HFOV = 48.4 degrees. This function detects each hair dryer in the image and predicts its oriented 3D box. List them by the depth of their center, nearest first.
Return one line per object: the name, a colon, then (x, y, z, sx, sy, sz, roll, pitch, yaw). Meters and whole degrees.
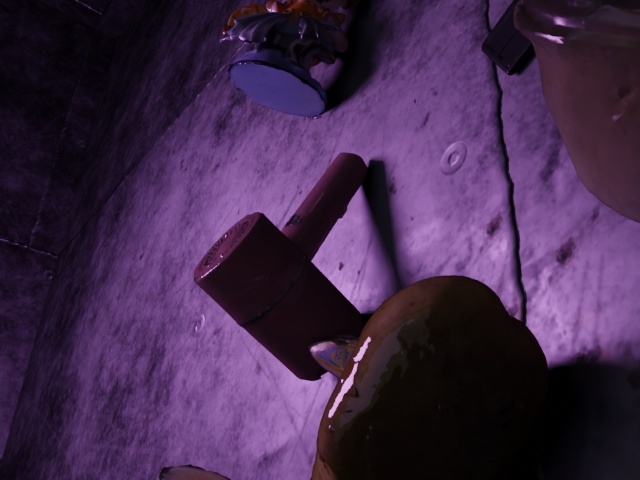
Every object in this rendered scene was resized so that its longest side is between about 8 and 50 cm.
hair dryer: (0.000, 0.000, 1.002, 0.125, 0.210, 0.352, -26, 23, 50)

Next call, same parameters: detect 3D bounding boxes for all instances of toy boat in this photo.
toy boat: (0.065, 0.148, 0.823, 0.210, 0.066, 0.085, 9, 80, 40)

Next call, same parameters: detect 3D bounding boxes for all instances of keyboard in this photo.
keyboard: (0.267, -0.294, 0.886, 0.381, 0.041, 0.103, -47, 33, 19)

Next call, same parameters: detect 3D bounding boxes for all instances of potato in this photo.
potato: (0.095, 0.177, 0.665, 0.296, 0.191, 0.141, -60, 17, 11)

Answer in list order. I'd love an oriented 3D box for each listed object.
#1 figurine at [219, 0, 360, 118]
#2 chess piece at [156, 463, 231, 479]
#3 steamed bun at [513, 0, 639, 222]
figurine: (-0.031, -0.451, 1.276, 0.248, 0.276, 0.388, 61, -131, -71)
chess piece: (-0.207, 0.469, 1.036, 0.133, 0.133, 0.243, 20, 94, 61)
steamed bun: (0.300, -0.209, 0.552, 0.352, 0.247, 0.339, -52, 31, 32)
